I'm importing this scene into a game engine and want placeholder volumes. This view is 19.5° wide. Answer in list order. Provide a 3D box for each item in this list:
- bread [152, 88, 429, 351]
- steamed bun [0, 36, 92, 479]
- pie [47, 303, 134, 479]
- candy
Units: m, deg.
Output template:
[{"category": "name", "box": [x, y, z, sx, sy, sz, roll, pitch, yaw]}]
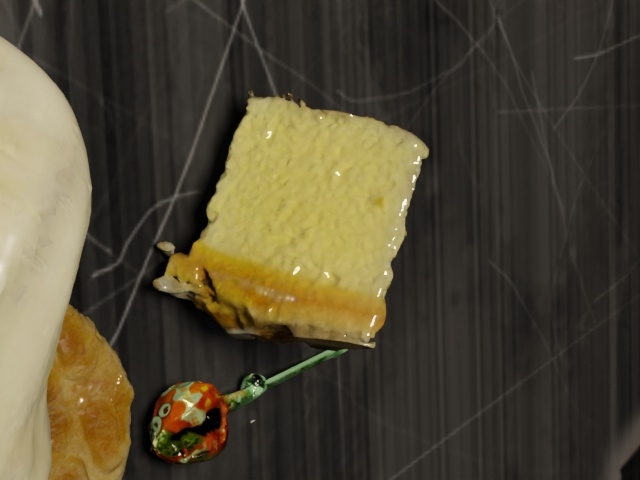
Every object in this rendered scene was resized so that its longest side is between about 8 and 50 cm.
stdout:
[{"category": "bread", "box": [0.000, 0.000, 1.133, 0.127, 0.152, 0.147, 32, 75, -52]}, {"category": "steamed bun", "box": [-0.266, 0.086, 0.705, 0.255, 0.342, 0.367, 87, 23, -59]}, {"category": "pie", "box": [-0.190, 0.112, 1.039, 0.195, 0.046, 0.195, -10, 105, -42]}, {"category": "candy", "box": [-0.041, 0.094, 1.184, 0.185, 0.049, 0.055, -24, 143, -47]}]
